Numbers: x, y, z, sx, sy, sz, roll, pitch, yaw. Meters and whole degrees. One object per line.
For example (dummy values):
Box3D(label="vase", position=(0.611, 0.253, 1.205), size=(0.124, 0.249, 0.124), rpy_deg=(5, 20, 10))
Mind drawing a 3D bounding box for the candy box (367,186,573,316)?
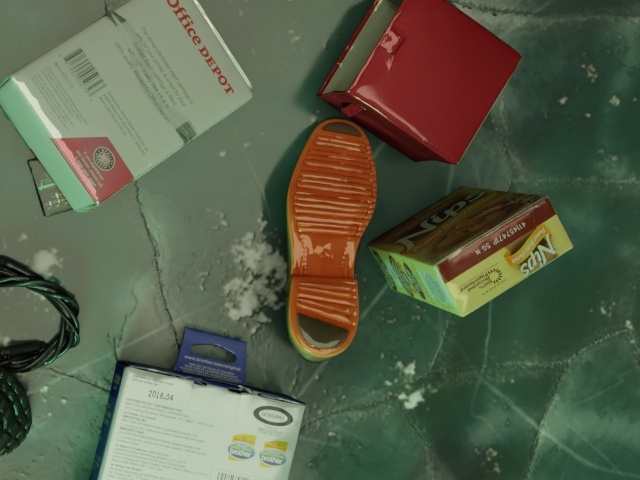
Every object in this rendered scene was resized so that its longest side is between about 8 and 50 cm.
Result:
Box3D(label="candy box", position=(0.202, 0.008, 1.739), size=(0.183, 0.316, 0.087), rpy_deg=(-30, 102, -10))

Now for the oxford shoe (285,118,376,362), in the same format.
Box3D(label="oxford shoe", position=(0.000, 0.000, 1.799), size=(0.130, 0.133, 0.363), rpy_deg=(11, 73, -7))

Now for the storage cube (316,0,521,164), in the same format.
Box3D(label="storage cube", position=(0.141, -0.239, 1.775), size=(0.193, 0.184, 0.215), rpy_deg=(33, 86, -14))

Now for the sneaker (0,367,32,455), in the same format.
Box3D(label="sneaker", position=(-0.515, 0.185, 1.698), size=(0.107, 0.124, 0.283), rpy_deg=(-50, 128, -18))

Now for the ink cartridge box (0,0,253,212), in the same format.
Box3D(label="ink cartridge box", position=(-0.266, -0.201, 1.680), size=(0.283, 0.117, 0.207), rpy_deg=(-38, 102, -24))

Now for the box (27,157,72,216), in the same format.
Box3D(label="box", position=(-0.375, -0.079, 1.723), size=(0.052, 0.062, 0.083), rpy_deg=(-18, 98, -13))

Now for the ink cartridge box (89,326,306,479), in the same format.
Box3D(label="ink cartridge box", position=(-0.186, 0.329, 1.744), size=(0.270, 0.151, 0.395), rpy_deg=(15, 85, -14))

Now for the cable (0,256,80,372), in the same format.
Box3D(label="cable", position=(-0.429, 0.115, 1.732), size=(0.184, 0.047, 0.150), rpy_deg=(29, 87, -15))
